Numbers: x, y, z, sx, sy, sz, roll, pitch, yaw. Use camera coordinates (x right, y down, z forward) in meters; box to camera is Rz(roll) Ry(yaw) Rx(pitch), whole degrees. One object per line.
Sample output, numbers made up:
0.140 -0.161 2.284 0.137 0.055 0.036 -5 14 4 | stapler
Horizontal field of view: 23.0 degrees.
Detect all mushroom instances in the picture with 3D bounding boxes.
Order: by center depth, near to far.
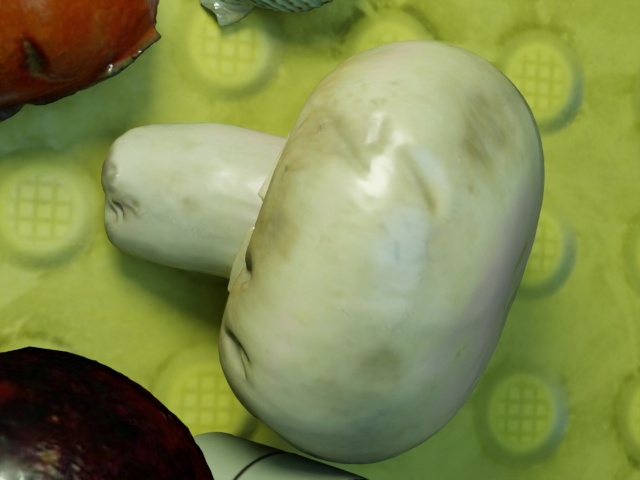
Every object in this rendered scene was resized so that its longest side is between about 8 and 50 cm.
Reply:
0.033 0.006 1.307 0.325 0.353 0.353 5 87 -45 | mushroom

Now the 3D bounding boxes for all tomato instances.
-0.261 -0.232 1.236 0.309 0.170 0.309 0 90 -25 | tomato

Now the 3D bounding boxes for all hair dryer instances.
0.044 0.268 1.374 0.362 0.203 0.128 20 82 -41 | hair dryer

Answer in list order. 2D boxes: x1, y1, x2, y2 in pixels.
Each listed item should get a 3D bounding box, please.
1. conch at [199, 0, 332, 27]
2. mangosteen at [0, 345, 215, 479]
-0.036 -0.262 1.376 0.153 0.102 0.135 -31 86 -20 | conch
-0.270 0.265 1.122 0.421 0.381 0.381 -2 90 -11 | mangosteen
